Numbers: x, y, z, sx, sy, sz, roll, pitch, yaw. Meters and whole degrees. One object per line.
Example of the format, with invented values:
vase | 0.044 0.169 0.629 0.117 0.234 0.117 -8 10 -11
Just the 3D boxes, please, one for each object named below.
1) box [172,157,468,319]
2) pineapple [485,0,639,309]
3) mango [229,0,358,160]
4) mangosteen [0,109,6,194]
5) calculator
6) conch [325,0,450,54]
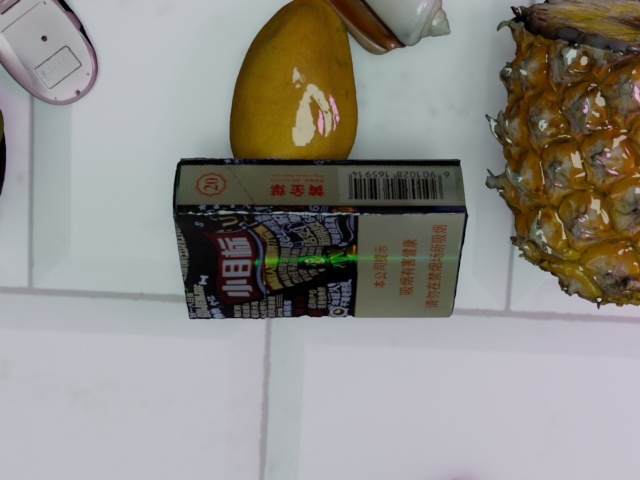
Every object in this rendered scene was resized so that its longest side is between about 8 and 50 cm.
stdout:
box | 0.000 0.000 1.331 0.310 0.084 0.198 0 142 -1
pineapple | 0.343 -0.097 1.239 0.352 0.352 0.300 -4 113 0
mango | -0.024 -0.159 1.343 0.147 0.109 0.227 19 101 20
mangosteen | -0.458 -0.083 1.264 0.287 0.287 0.233 5 122 -2
calculator | -0.322 -0.230 1.366 0.103 0.024 0.166 -36 100 6
conch | 0.065 -0.271 1.331 0.176 0.094 0.104 26 132 -2
